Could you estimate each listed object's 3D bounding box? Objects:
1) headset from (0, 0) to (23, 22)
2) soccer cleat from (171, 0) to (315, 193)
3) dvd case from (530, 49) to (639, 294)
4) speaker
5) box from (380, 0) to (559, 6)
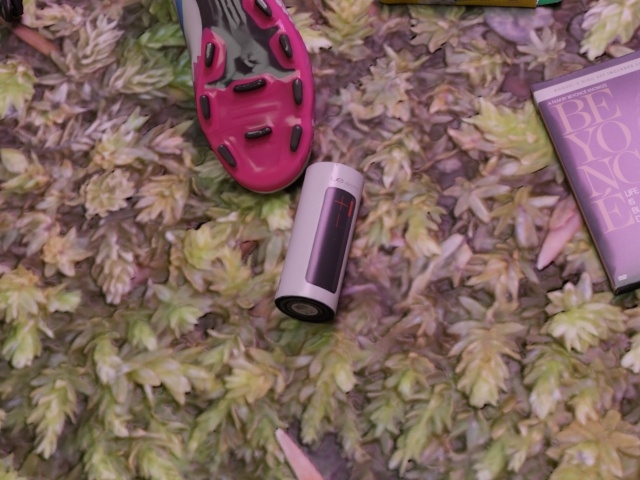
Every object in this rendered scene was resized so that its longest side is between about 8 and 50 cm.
[{"bbox_3d":[-0.215,-0.399,1.420,0.243,0.185,0.394,29,56,20],"label":"headset"},{"bbox_3d":[-0.076,-0.202,1.284,0.116,0.143,0.331,-19,84,7],"label":"soccer cleat"},{"bbox_3d":[0.298,-0.073,1.185,0.165,0.018,0.221,-18,60,2],"label":"dvd case"},{"bbox_3d":[0.000,0.000,1.186,0.055,0.055,0.136,7,64,15],"label":"speaker"},{"bbox_3d":[0.150,-0.280,1.311,0.179,0.043,0.105,4,64,12],"label":"box"}]
